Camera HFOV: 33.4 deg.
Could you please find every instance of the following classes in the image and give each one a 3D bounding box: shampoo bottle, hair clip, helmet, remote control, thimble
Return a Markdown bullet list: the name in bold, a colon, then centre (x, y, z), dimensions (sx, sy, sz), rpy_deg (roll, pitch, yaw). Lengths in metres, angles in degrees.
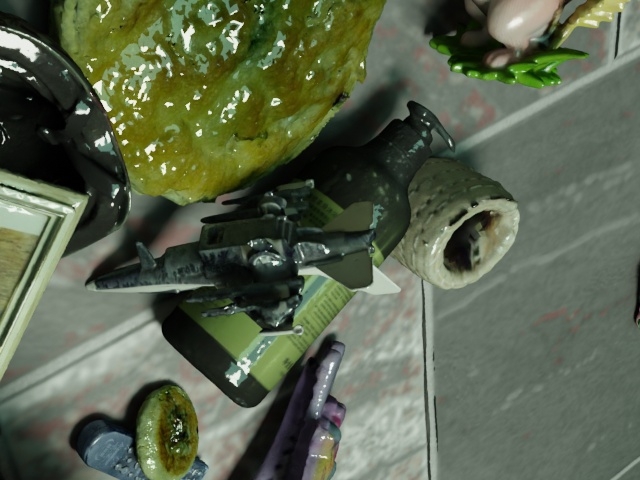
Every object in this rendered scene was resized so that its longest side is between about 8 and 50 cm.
- **shampoo bottle**: centre (0.000, 0.000, 0.860), dimensions (0.284, 0.101, 0.101), rpy_deg (-48, 139, -8)
- **hair clip**: centre (-0.034, 0.227, 0.993), dimensions (0.278, 0.090, 0.137), rpy_deg (-57, 173, 6)
- **helmet**: centre (-0.200, -0.065, 0.623), dimensions (0.153, 0.107, 0.177), rpy_deg (-20, 128, -2)
- **remote control**: centre (-0.150, 0.185, 0.901), dimensions (0.043, 0.027, 0.152), rpy_deg (-56, 141, -7)
- **thimble**: centre (0.114, -0.016, 0.965), dimensions (0.115, 0.090, 0.102), rpy_deg (-36, 135, -19)

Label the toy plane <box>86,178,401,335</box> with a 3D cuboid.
- **toy plane**: centre (-0.059, 0.009, 0.764), dimensions (0.234, 0.160, 0.082), rpy_deg (0, 133, 3)

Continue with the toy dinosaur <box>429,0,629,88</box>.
- **toy dinosaur**: centre (0.152, -0.227, 0.851), dimensions (0.194, 0.152, 0.177), rpy_deg (11, 114, -3)

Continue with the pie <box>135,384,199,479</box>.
- **pie**: centre (-0.125, 0.161, 0.889), dimensions (0.084, 0.021, 0.084), rpy_deg (7, 82, -61)

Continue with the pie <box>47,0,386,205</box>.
- **pie**: centre (-0.059, -0.142, 0.729), dimensions (0.277, 0.078, 0.277), rpy_deg (-22, 130, -30)

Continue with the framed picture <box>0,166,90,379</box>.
- **framed picture**: centre (-0.291, 0.025, 0.576), dimensions (0.274, 0.017, 0.217), rpy_deg (16, 117, -29)

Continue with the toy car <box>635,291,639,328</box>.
- **toy car**: centre (0.432, 0.065, 1.345), dimensions (0.069, 0.055, 0.142), rpy_deg (-30, 144, -15)
